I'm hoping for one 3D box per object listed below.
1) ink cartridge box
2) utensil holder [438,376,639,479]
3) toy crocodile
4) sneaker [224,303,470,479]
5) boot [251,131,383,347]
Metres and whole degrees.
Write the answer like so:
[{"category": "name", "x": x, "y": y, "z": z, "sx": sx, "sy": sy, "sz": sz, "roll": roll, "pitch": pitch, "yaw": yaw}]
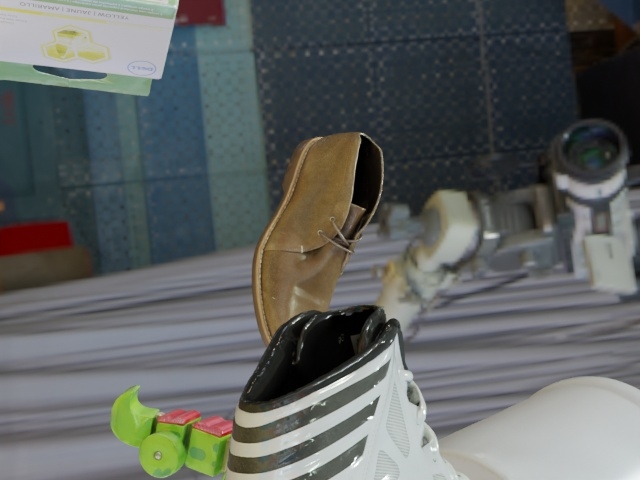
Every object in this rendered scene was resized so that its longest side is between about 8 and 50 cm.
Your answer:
[{"category": "ink cartridge box", "x": -0.230, "y": -0.181, "z": 1.033, "sx": 0.235, "sy": 0.171, "sz": 0.056, "roll": 121, "pitch": -29, "yaw": -61}, {"category": "utensil holder", "x": 0.302, "y": 0.388, "z": 1.543, "sx": 0.327, "sy": 0.385, "sz": 0.327, "roll": 8, "pitch": -77, "yaw": 40}, {"category": "toy crocodile", "x": -0.148, "y": 0.303, "z": 1.621, "sx": 0.115, "sy": 0.340, "sz": 0.105, "roll": -13, "pitch": 117, "yaw": -71}, {"category": "sneaker", "x": 0.088, "y": 0.188, "z": 0.963, "sx": 0.169, "sy": 0.447, "sz": 0.257, "roll": 3, "pitch": -94, "yaw": 38}, {"category": "boot", "x": 0.000, "y": 0.000, "z": 1.379, "sx": 0.115, "sy": 0.112, "sz": 0.305, "roll": -11, "pitch": -120, "yaw": 47}]
